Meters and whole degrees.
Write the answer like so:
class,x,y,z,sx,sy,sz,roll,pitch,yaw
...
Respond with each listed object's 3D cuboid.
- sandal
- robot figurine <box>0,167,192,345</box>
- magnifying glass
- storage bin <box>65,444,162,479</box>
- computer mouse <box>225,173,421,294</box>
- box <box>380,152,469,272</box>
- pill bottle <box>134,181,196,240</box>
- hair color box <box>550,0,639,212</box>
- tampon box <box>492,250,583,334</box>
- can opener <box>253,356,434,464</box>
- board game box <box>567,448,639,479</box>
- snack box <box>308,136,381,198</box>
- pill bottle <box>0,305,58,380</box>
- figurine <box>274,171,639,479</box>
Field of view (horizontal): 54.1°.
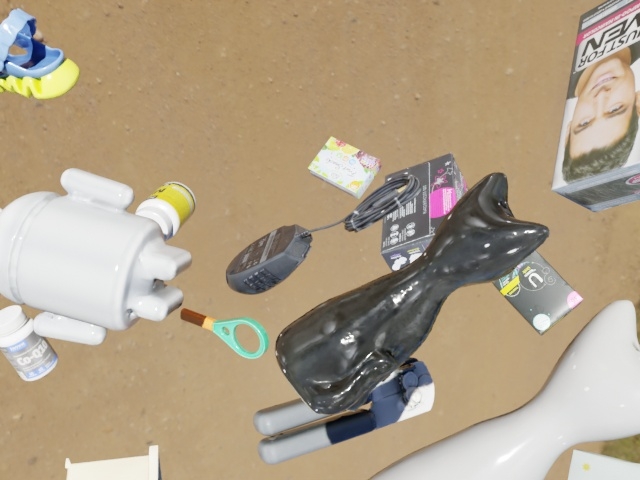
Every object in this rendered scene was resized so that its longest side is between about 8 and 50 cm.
class,x,y,z,sx,sy,sz,roll,pitch,yaw
sandal,-0.577,-0.320,1.067,0.317,0.126,0.138,-2,135,8
robot figurine,-0.407,0.034,1.069,0.353,0.200,0.300,16,96,3
magnifying glass,-0.216,0.197,1.393,0.026,0.231,0.092,-30,131,-54
storage bin,-0.274,0.463,0.844,0.123,0.262,0.260,-2,138,-12
computer mouse,0.000,0.000,0.651,0.242,0.071,0.041,-25,115,27
box,0.224,-0.033,1.287,0.163,0.247,0.142,-18,128,24
pill bottle,-0.414,-0.069,1.649,0.119,0.208,0.119,3,113,6
hair color box,0.530,-0.253,1.075,0.113,0.185,0.374,22,72,-21
tampon box,0.480,0.113,1.398,0.120,0.161,0.101,-43,159,8
can opener,0.038,0.227,0.847,0.280,0.093,0.074,-11,91,-32
board game box,0.276,0.358,0.542,0.224,0.097,0.303,30,69,-42
snack box,0.056,-0.170,1.461,0.100,0.141,0.037,-55,154,-11
pill bottle,-0.572,0.196,1.205,0.078,0.078,0.137,-27,123,-14
figurine,0.095,0.082,0.409,0.209,0.215,0.092,-44,138,13
